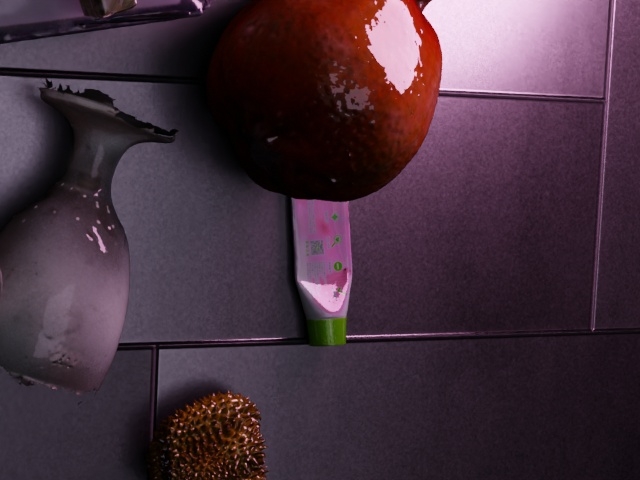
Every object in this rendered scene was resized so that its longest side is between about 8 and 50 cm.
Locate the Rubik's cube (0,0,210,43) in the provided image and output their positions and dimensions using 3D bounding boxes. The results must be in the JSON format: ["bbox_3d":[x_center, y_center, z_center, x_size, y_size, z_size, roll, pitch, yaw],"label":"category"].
[{"bbox_3d":[-0.324,-0.366,1.718,0.305,0.307,0.310,-14,103,-27],"label":"Rubik's cube"}]

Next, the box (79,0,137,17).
[{"bbox_3d":[-0.222,-0.271,1.575,0.045,0.062,0.098,-24,110,-22],"label":"box"}]

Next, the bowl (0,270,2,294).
[{"bbox_3d":[-0.564,0.007,1.651,0.435,0.435,0.196,-7,62,-25],"label":"bowl"}]

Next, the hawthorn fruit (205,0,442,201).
[{"bbox_3d":[0.003,-0.194,1.920,0.295,0.295,0.311,40,44,-24],"label":"hawthorn fruit"}]

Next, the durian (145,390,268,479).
[{"bbox_3d":[-0.137,0.276,1.982,0.168,0.137,0.158,-21,84,-31],"label":"durian"}]

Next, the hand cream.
[{"bbox_3d":[0.000,0.000,2.068,0.079,0.050,0.275,-7,94,-51],"label":"hand cream"}]

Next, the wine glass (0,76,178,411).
[{"bbox_3d":[-0.294,0.006,1.840,0.190,0.190,0.357,18,89,-27],"label":"wine glass"}]
